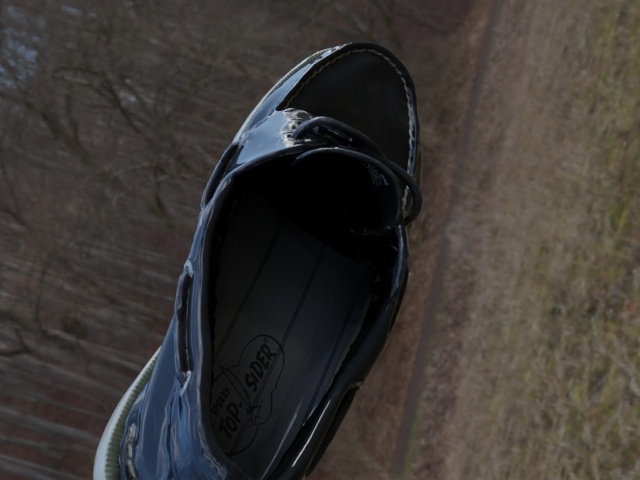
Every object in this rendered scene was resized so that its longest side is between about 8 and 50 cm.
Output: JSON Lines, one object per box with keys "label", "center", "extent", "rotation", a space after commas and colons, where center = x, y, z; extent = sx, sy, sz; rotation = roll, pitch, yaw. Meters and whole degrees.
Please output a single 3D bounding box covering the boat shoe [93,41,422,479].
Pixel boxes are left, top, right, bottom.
{"label": "boat shoe", "center": [-0.004, -0.002, 0.487], "extent": [0.113, 0.127, 0.340], "rotation": [-41, 15, 54]}
